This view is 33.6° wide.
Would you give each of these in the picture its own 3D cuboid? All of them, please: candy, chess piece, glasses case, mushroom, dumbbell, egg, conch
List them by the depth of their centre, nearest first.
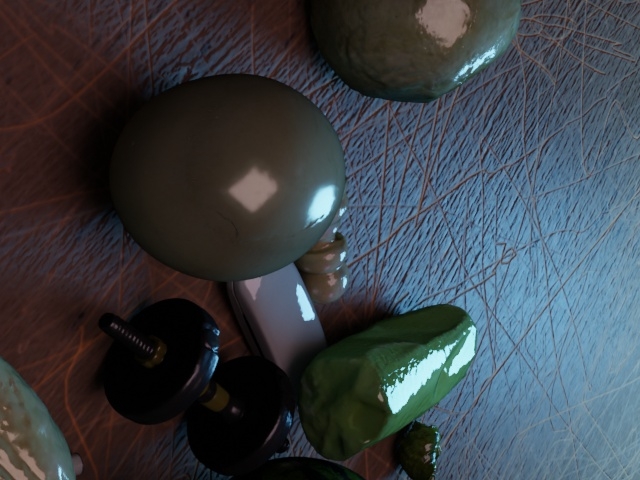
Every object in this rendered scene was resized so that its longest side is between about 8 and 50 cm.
[{"bbox_3d":[-0.094,-0.066,1.112,0.269,0.219,0.219,-15,110,-37],"label":"egg"},{"bbox_3d":[-0.132,0.165,1.182,0.325,0.143,0.143,44,69,-42],"label":"dumbbell"},{"bbox_3d":[0.126,-0.253,1.309,0.267,0.190,0.164,6,92,-45],"label":"mushroom"},{"bbox_3d":[-0.049,0.103,1.311,0.092,0.059,0.233,-48,131,-32],"label":"glasses case"},{"bbox_3d":[0.000,0.000,1.320,0.094,0.094,0.170,-34,126,-35],"label":"chess piece"},{"bbox_3d":[0.097,0.179,1.386,0.343,0.132,0.142,-19,94,-59],"label":"candy"},{"bbox_3d":[0.156,0.322,1.562,0.089,0.074,0.121,26,42,-46],"label":"conch"}]

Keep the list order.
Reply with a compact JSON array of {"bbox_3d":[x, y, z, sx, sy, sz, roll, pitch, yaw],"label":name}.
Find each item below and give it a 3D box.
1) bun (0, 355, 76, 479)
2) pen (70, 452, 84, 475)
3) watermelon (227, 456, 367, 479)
[{"bbox_3d":[-0.383,0.236,0.889,0.361,0.213,0.361,15,67,-40],"label":"bun"},{"bbox_3d":[-0.334,0.251,1.082,0.204,0.025,0.025,-7,104,-44],"label":"pen"},{"bbox_3d":[-0.027,0.386,1.267,0.269,0.269,0.269,-13,109,-43],"label":"watermelon"}]
